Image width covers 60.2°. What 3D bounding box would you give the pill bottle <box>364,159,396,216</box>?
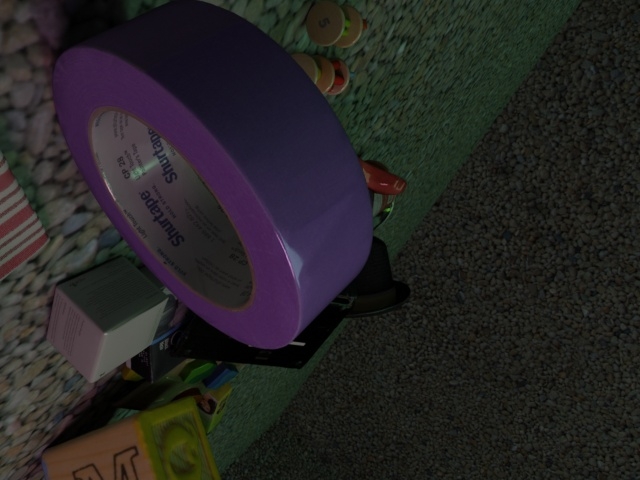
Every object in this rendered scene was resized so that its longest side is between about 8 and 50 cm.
[{"bbox_3d":[0.067,-0.089,1.182,0.216,0.121,0.121,-34,159,-49],"label":"pill bottle"}]

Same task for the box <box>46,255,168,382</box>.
[{"bbox_3d":[-0.260,0.094,0.675,0.102,0.087,0.101,-33,158,-51],"label":"box"}]

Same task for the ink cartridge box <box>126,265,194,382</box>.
[{"bbox_3d":[-0.164,0.066,0.880,0.332,0.065,0.165,-37,143,-48],"label":"ink cartridge box"}]

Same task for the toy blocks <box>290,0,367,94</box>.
[{"bbox_3d":[0.022,-0.253,0.743,0.123,0.054,0.148,-57,165,27],"label":"toy blocks"}]

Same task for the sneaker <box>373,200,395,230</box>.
[{"bbox_3d":[0.123,-0.053,1.535,0.235,0.084,0.097,-57,164,24],"label":"sneaker"}]

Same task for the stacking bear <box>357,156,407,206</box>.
[{"bbox_3d":[-0.001,-0.002,0.950,0.175,0.164,0.289,21,91,-32],"label":"stacking bear"}]

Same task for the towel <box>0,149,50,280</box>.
[{"bbox_3d":[-0.300,-0.003,0.430,0.144,0.029,0.197,-44,168,-26],"label":"towel"}]

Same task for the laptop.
[{"bbox_3d":[-0.074,0.054,0.829,0.234,0.137,0.264,15,124,-34],"label":"laptop"}]

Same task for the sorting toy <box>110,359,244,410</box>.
[{"bbox_3d":[-0.264,0.260,1.023,0.229,0.041,0.307,-33,154,2],"label":"sorting toy"}]

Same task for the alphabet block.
[{"bbox_3d":[-0.313,0.400,0.942,0.197,0.194,0.192,-24,170,13],"label":"alphabet block"}]

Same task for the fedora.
[{"bbox_3d":[0.028,0.058,1.193,0.334,0.333,0.153,-21,113,-64],"label":"fedora"}]

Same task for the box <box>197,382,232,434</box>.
[{"bbox_3d":[-0.295,0.425,1.446,0.058,0.087,0.232,-42,163,-39],"label":"box"}]

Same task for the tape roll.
[{"bbox_3d":[-0.092,-0.043,0.455,0.090,0.274,0.275,-42,164,-30],"label":"tape roll"}]
